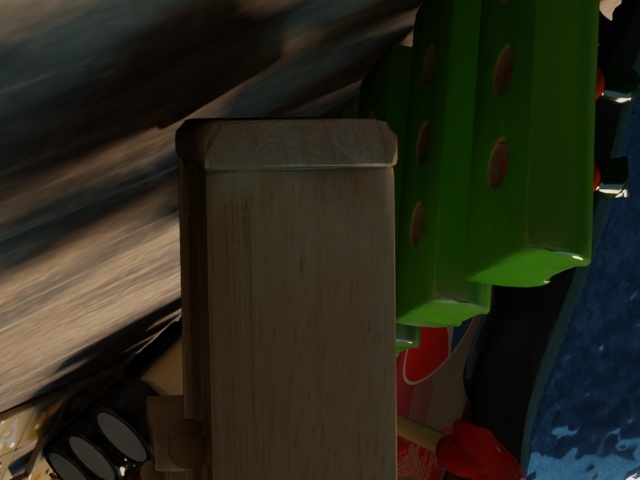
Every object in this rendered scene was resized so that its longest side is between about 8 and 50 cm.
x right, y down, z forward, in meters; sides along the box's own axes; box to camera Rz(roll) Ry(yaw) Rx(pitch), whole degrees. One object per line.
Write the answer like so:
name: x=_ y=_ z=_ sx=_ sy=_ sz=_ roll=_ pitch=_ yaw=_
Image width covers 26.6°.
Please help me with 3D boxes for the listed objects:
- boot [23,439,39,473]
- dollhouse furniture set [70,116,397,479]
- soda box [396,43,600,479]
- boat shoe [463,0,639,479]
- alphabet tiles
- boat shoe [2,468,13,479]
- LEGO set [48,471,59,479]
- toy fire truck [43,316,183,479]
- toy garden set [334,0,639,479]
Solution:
boot: x=-0.268 y=0.294 z=1.170 sx=0.236 sy=0.089 sz=0.269 roll=107 pitch=3 yaw=-82
dollhouse furniture set: x=-0.166 y=0.054 z=0.366 sx=0.355 sy=0.174 sz=0.303 roll=-1 pitch=-175 yaw=-9
soda box: x=0.101 y=0.028 z=0.631 sx=0.083 sy=0.092 sz=0.263 roll=-36 pitch=-152 yaw=54
boat shoe: x=0.106 y=-0.036 z=0.478 sx=0.258 sy=0.109 sz=0.089 roll=-63 pitch=-151 yaw=10
alphabet tiles: x=-0.210 y=0.183 z=1.046 sx=0.198 sy=0.009 sz=0.237 roll=-63 pitch=163 yaw=20
boat shoe: x=-0.348 y=0.283 z=1.213 sx=0.116 sy=0.096 sz=0.324 roll=-32 pitch=175 yaw=9
LEGO set: x=-0.196 y=0.195 z=1.047 sx=0.054 sy=0.023 sz=0.083 roll=-44 pitch=160 yaw=-36
toy fire truck: x=-0.065 y=0.192 z=0.947 sx=0.158 sy=0.246 sz=0.217 roll=-47 pitch=-176 yaw=-31
toy garden set: x=0.043 y=0.027 z=0.449 sx=0.049 sy=0.204 sz=0.244 roll=9 pitch=165 yaw=-12
